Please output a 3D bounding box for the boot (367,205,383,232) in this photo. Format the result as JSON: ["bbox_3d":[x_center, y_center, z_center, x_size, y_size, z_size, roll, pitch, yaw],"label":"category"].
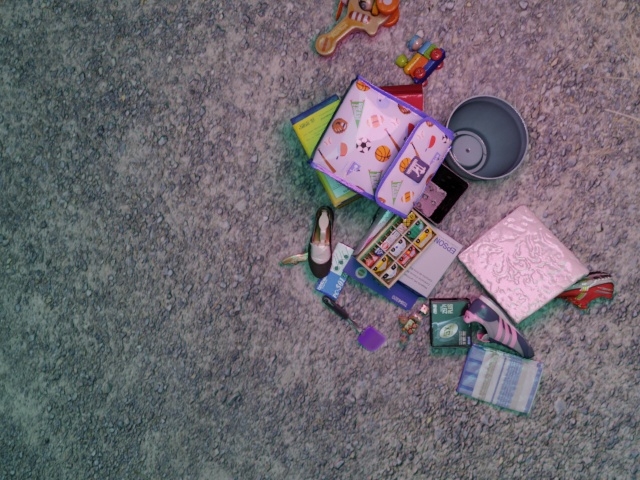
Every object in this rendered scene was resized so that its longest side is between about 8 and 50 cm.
[{"bbox_3d":[0.227,-0.067,1.881,0.069,0.086,0.190,21,94,5],"label":"boot"}]

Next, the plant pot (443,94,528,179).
[{"bbox_3d":[0.552,-0.341,1.770,0.292,0.196,0.293,1,84,-7],"label":"plant pot"}]

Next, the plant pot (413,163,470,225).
[{"bbox_3d":[0.396,-0.173,1.815,0.188,0.167,0.187,38,88,3],"label":"plant pot"}]

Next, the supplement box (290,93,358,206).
[{"bbox_3d":[0.063,-0.319,1.839,0.194,0.195,0.357,-27,88,6],"label":"supplement box"}]

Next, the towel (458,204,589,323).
[{"bbox_3d":[0.726,0.085,1.801,0.317,0.053,0.332,-39,68,7],"label":"towel"}]

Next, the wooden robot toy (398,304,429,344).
[{"bbox_3d":[0.335,0.308,1.890,0.079,0.076,0.173,36,94,15],"label":"wooden robot toy"}]

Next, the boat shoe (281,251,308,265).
[{"bbox_3d":[-0.077,0.076,1.935,0.152,0.056,0.048,-14,85,-1],"label":"boat shoe"}]

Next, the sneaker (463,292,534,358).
[{"bbox_3d":[0.645,0.340,1.814,0.131,0.112,0.319,-43,100,0],"label":"sneaker"}]

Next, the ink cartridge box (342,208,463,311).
[{"bbox_3d":[0.302,0.066,1.836,0.324,0.071,0.330,31,97,-12],"label":"ink cartridge box"}]

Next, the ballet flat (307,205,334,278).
[{"bbox_3d":[0.000,0.000,1.875,0.095,0.096,0.281,2,79,2],"label":"ballet flat"}]

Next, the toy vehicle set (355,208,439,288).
[{"bbox_3d":[0.273,0.020,1.768,0.166,0.035,0.267,40,98,-13],"label":"toy vehicle set"}]

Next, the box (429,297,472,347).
[{"bbox_3d":[0.487,0.308,1.867,0.147,0.077,0.180,-1,91,6],"label":"box"}]

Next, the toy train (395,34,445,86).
[{"bbox_3d":[0.335,-0.636,1.856,0.143,0.105,0.248,45,99,16],"label":"toy train"}]

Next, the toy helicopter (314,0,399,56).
[{"bbox_3d":[0.112,-0.836,1.853,0.355,0.140,0.235,-40,85,8],"label":"toy helicopter"}]

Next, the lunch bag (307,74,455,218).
[{"bbox_3d":[0.199,-0.293,1.608,0.385,0.239,0.328,29,100,-9],"label":"lunch bag"}]

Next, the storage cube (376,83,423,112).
[{"bbox_3d":[0.272,-0.445,1.785,0.193,0.184,0.215,-1,117,11],"label":"storage cube"}]

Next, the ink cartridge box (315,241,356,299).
[{"bbox_3d":[0.068,0.118,1.923,0.097,0.046,0.207,26,94,6],"label":"ink cartridge box"}]

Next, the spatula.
[{"bbox_3d":[0.121,0.317,1.930,0.296,0.030,0.084,40,97,4],"label":"spatula"}]

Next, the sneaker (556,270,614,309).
[{"bbox_3d":[0.928,0.198,1.808,0.278,0.107,0.119,-12,99,9],"label":"sneaker"}]

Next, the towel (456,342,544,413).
[{"bbox_3d":[0.678,0.518,1.875,0.284,0.034,0.210,15,95,7],"label":"towel"}]
